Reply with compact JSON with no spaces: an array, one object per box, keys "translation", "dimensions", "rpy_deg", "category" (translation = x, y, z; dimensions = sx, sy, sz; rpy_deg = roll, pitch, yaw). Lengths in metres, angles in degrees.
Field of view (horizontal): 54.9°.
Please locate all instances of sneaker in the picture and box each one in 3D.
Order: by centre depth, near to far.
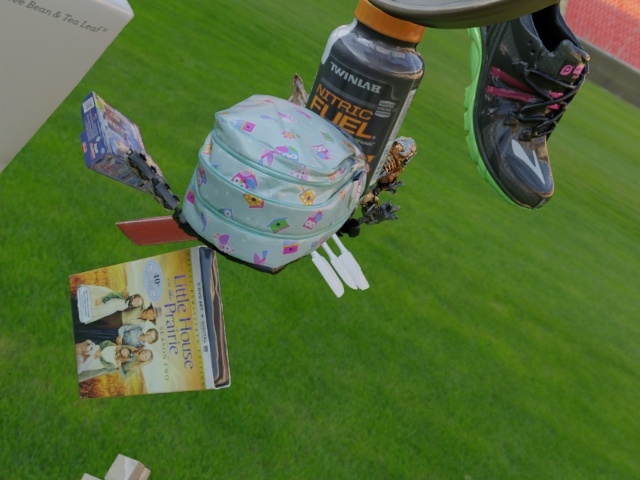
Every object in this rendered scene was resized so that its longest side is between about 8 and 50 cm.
[{"translation":[0.393,-0.287,1.159],"dimensions":[0.185,0.482,0.202],"rpy_deg":[-19,17,-39],"category":"sneaker"}]

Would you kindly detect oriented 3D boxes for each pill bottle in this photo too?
[{"translation":[0.052,-0.188,0.802],"dimensions":[0.131,0.245,0.130],"rpy_deg":[15,34,-10],"category":"pill bottle"}]

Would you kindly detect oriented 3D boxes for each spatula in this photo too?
[{"translation":[0.000,0.000,1.189],"dimensions":[0.242,0.019,0.168],"rpy_deg":[55,27,13],"category":"spatula"}]

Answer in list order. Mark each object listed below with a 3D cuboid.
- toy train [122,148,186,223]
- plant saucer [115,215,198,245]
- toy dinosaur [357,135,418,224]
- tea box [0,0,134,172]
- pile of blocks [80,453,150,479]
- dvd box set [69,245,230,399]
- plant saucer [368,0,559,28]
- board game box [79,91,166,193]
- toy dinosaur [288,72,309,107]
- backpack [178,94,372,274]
[{"translation":[-0.227,-0.067,0.887],"dimensions":[0.036,0.027,0.158],"rpy_deg":[10,-40,56],"category":"toy train"},{"translation":[-0.230,-0.029,1.162],"dimensions":[0.259,0.047,0.258],"rpy_deg":[-6,4,-8],"category":"plant saucer"},{"translation":[0.098,-0.139,1.537],"dimensions":[0.218,0.322,0.164],"rpy_deg":[47,28,-69],"category":"toy dinosaur"},{"translation":[-0.328,-0.193,0.272],"dimensions":[0.329,0.220,0.323],"rpy_deg":[1,56,-61],"category":"tea box"},{"translation":[-0.328,0.503,0.976],"dimensions":[0.113,0.361,0.149],"rpy_deg":[8,4,28],"category":"pile of blocks"},{"translation":[-0.400,0.196,1.401],"dimensions":[0.062,0.421,0.307],"rpy_deg":[4,77,-60],"category":"dvd box set"},{"translation":[0.166,-0.284,0.560],"dimensions":[0.041,0.278,0.277],"rpy_deg":[53,4,-43],"category":"plant saucer"},{"translation":[-0.427,-0.193,1.332],"dimensions":[0.194,0.060,0.194],"rpy_deg":[42,19,-54],"category":"board game box"},{"translation":[-0.072,-0.230,1.494],"dimensions":[0.127,0.295,0.200],"rpy_deg":[19,37,-27],"category":"toy dinosaur"},{"translation":[-0.039,-0.052,0.509],"dimensions":[0.152,0.115,0.182],"rpy_deg":[21,25,9],"category":"backpack"}]
